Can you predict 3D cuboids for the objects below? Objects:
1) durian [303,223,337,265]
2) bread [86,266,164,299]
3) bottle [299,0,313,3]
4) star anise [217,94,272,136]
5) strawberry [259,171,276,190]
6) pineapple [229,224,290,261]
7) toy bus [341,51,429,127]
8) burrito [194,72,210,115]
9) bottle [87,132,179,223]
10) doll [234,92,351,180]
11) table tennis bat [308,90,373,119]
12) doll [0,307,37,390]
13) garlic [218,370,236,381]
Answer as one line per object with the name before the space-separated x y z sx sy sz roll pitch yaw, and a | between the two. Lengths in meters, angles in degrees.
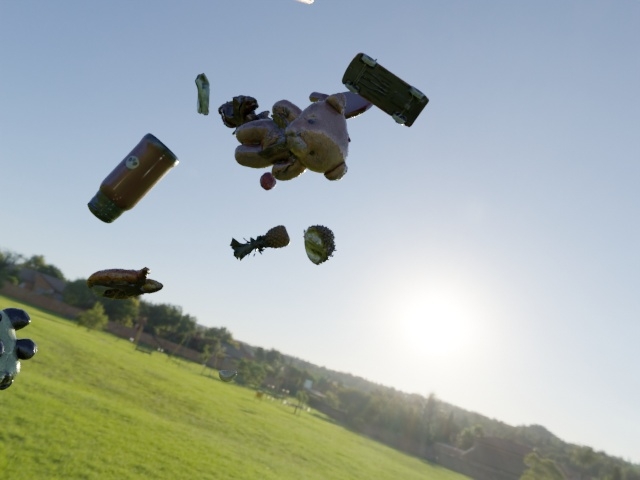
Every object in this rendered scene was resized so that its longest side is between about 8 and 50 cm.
durian | 0.000 0.000 1.663 0.091 0.148 0.188 -19 35 -31
bread | -0.690 0.146 1.707 0.269 0.095 0.139 -11 -41 7
bottle | -0.086 -0.833 1.602 0.069 0.069 0.187 7 19 32
star anise | -0.205 -0.354 1.442 0.220 0.126 0.190 41 -5 20
strawberry | -0.243 -0.269 2.227 0.083 0.096 0.083 -5 -38 -4
pineapple | -0.288 0.007 2.280 0.277 0.130 0.119 -20 2 -9
toy bus | 0.249 -0.589 1.868 0.329 0.153 0.143 31 -61 -7
burrito | -0.344 -0.428 1.409 0.044 0.118 0.074 0 18 -15
bottle | -0.653 -0.207 1.659 0.144 0.336 0.144 41 -8 7
doll | -0.083 -0.233 1.121 0.303 0.201 0.156 -1 5 19
table tennis bat | 0.070 -0.607 2.131 0.415 0.268 0.051 36 -29 51
doll | -0.872 0.282 1.304 0.135 0.234 0.143 -33 -23 6
garlic | -0.415 0.603 2.147 0.083 0.053 0.041 -3 -61 2
